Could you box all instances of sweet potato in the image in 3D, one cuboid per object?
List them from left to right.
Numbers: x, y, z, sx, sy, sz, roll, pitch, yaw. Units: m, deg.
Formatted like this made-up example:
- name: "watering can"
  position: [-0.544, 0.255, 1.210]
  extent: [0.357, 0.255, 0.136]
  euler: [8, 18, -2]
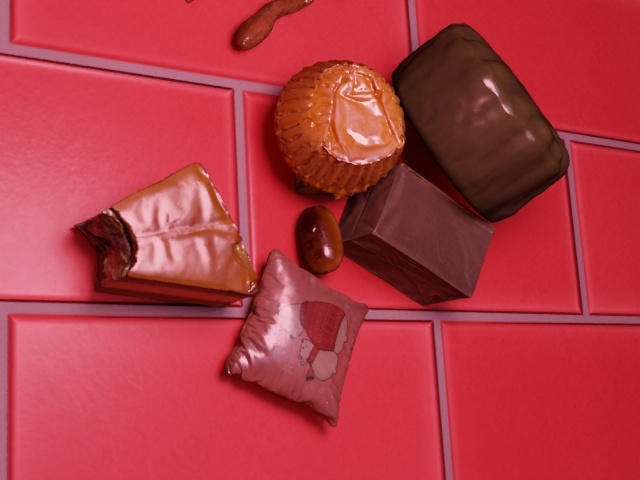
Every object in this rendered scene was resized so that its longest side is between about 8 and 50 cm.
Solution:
- name: "sweet potato"
  position: [-0.086, -0.397, 1.748]
  extent: [0.050, 0.050, 0.214]
  euler: [53, 52, -11]

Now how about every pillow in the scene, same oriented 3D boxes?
- name: "pillow"
  position: [-0.030, 0.162, 1.627]
  extent: [0.223, 0.084, 0.236]
  euler: [29, 66, -25]

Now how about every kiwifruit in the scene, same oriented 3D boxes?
- name: "kiwifruit"
  position: [0.000, 0.000, 1.689]
  extent: [0.075, 0.075, 0.124]
  euler: [1, 64, -32]

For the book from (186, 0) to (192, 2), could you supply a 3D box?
- name: "book"
  position: [-0.193, -0.536, 1.722]
  extent: [0.231, 0.026, 0.161]
  euler: [-41, 102, -32]

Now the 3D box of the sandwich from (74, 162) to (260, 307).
- name: "sandwich"
  position: [-0.236, 0.032, 1.487]
  extent: [0.198, 0.155, 0.227]
  euler: [-31, 96, -32]

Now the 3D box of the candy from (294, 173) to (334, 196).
- name: "candy"
  position: [0.004, -0.178, 1.743]
  extent: [0.097, 0.062, 0.194]
  euler: [3, 76, -31]

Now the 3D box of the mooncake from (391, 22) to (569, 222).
- name: "mooncake"
  position: [0.291, -0.220, 1.772]
  extent: [0.356, 0.194, 0.356]
  euler: [50, 17, -22]

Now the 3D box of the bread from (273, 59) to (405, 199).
- name: "bread"
  position: [0.037, -0.198, 1.641]
  extent: [0.240, 0.139, 0.239]
  euler: [3, 75, -13]

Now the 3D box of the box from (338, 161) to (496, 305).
- name: "box"
  position: [0.163, -0.007, 1.752]
  extent: [0.231, 0.155, 0.148]
  euler: [33, 66, -23]
